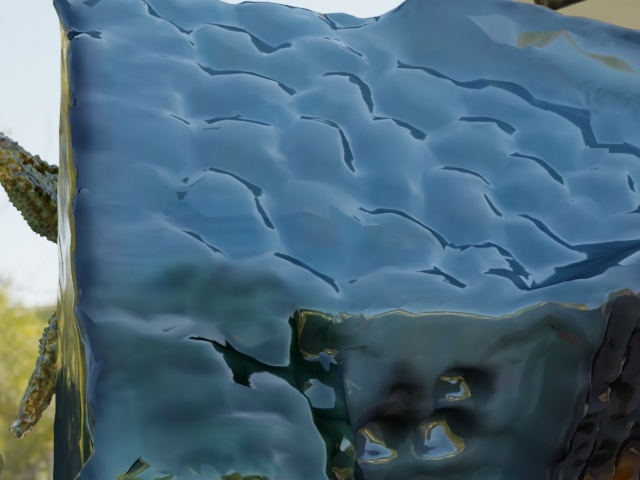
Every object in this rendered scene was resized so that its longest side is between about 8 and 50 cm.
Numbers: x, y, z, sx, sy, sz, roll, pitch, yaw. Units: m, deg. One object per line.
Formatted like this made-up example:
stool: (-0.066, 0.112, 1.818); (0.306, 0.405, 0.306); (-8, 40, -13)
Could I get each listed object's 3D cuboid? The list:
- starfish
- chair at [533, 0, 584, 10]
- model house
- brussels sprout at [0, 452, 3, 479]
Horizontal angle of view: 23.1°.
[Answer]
starfish: (-0.168, 0.001, 1.365); (0.078, 0.347, 0.358); (-14, 4, 34)
chair: (0.320, -0.175, 0.995); (0.319, 0.160, 0.186); (-17, -20, -18)
model house: (0.065, 0.116, 0.598); (0.339, 0.360, 0.297); (-1, 37, -13)
brussels sprout: (-0.445, 0.223, 1.619); (0.223, 0.161, 0.223); (-11, 5, 1)
